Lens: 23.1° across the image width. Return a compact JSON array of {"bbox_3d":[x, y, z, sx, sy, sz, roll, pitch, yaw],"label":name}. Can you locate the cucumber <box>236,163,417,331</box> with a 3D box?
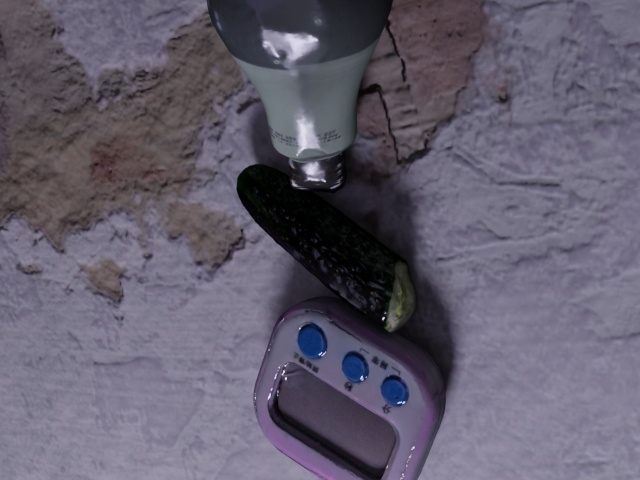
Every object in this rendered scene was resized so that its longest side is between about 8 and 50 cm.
[{"bbox_3d":[0.001,0.000,1.638,0.241,0.074,0.074,38,121,20],"label":"cucumber"}]

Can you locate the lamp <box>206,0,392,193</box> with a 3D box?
[{"bbox_3d":[-0.033,-0.187,1.544,0.182,0.182,0.314,27,122,25],"label":"lamp"}]

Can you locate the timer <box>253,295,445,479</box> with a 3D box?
[{"bbox_3d":[0.031,0.168,1.669,0.208,0.069,0.191,30,119,22],"label":"timer"}]
